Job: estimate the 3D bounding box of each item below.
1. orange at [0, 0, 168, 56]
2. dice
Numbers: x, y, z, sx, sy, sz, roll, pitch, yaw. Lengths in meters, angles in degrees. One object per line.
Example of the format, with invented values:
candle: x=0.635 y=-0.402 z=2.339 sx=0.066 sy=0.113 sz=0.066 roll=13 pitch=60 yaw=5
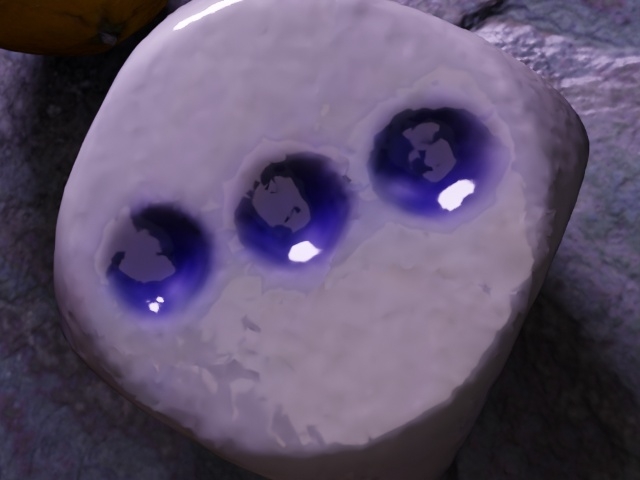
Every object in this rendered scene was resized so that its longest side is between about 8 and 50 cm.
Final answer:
orange: x=-0.224 y=-0.268 z=0.557 sx=0.264 sy=0.264 sz=0.264 roll=-2 pitch=80 yaw=12
dice: x=0.000 y=0.000 z=0.468 sx=0.259 sy=0.243 sz=0.251 roll=24 pitch=86 yaw=12
